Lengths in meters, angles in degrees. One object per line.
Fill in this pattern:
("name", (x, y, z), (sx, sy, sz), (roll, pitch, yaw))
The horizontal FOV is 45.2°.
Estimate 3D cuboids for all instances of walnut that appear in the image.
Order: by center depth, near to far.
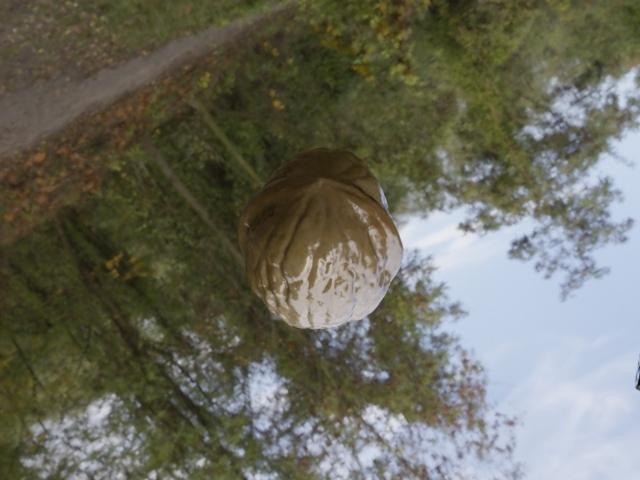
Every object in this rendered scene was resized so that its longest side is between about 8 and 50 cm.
("walnut", (0.000, 0.000, 1.021), (0.225, 0.225, 0.261), (-35, 155, -23))

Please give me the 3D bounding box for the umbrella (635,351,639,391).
("umbrella", (0.378, 0.122, 0.566), (0.272, 0.110, 0.122), (11, -135, 16))
